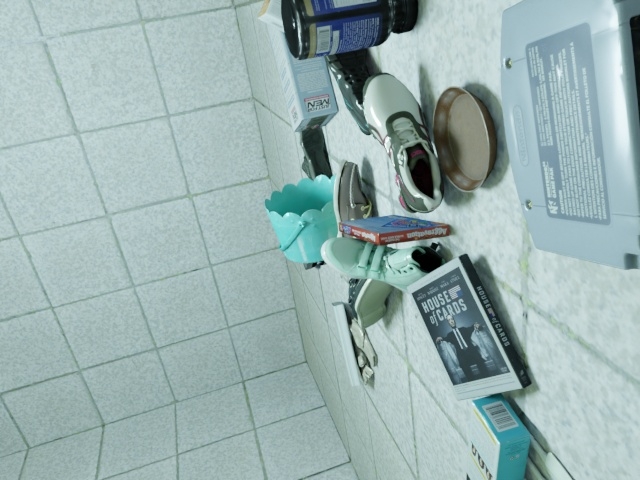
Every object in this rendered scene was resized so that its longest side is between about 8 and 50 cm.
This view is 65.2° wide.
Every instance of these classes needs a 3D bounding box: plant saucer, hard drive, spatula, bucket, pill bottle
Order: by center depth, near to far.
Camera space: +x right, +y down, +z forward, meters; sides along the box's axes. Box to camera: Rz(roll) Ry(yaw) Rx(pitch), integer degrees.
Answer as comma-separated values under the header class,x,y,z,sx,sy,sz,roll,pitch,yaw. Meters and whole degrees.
class,x,y,z,sx,sy,sz,roll,pitch,yaw
plant saucer,0.230,-0.161,0.795,0.168,0.029,0.168,164,90,-78
pill bottle,0.051,-0.394,0.872,0.123,0.220,0.122,166,90,-78
spatula,0.365,0.395,0.886,0.242,0.019,0.168,-122,19,-55
bucket,-0.024,-0.068,1.552,0.281,0.282,0.182,-128,21,-62
hard drive,0.099,0.399,1.973,0.203,0.040,0.307,111,145,-86

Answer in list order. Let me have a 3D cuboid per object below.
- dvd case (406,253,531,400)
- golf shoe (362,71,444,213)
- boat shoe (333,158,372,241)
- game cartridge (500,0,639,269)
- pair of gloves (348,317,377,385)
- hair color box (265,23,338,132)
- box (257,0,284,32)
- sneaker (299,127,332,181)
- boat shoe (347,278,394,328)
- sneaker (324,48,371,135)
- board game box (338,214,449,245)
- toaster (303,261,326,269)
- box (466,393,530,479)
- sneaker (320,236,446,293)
class,x,y,z,sx,sy,sz,roll,pitch,yaw
dvd case,0.259,0.163,0.913,0.238,0.030,0.179,67,151,14
golf shoe,0.160,-0.181,0.897,0.120,0.105,0.272,-112,-1,-87
boat shoe,0.097,-0.070,1.379,0.116,0.097,0.324,-52,-34,-50
game cartridge,0.280,-0.125,0.548,0.198,0.062,0.296,-136,33,-76
pair of gloves,0.150,0.408,1.869,0.240,0.042,0.204,90,161,-50
hair color box,-0.063,-0.535,1.507,0.185,0.114,0.373,179,77,-79
box,-0.084,-0.651,1.318,0.170,0.091,0.130,-67,21,10
sneaker,-0.032,-0.301,1.717,0.130,0.087,0.227,26,135,67
boat shoe,0.129,0.137,1.414,0.113,0.127,0.340,56,170,27
sneaker,0.070,-0.357,1.133,0.106,0.101,0.267,95,157,-65
board game box,0.145,-0.026,1.077,0.281,0.145,0.027,-154,56,-75
toaster,0.000,0.000,1.743,0.110,0.168,0.185,99,153,-65
box,0.323,0.406,0.923,0.100,0.060,0.244,-115,15,-57
sneaker,0.134,0.029,1.046,0.151,0.256,0.094,113,174,-63
